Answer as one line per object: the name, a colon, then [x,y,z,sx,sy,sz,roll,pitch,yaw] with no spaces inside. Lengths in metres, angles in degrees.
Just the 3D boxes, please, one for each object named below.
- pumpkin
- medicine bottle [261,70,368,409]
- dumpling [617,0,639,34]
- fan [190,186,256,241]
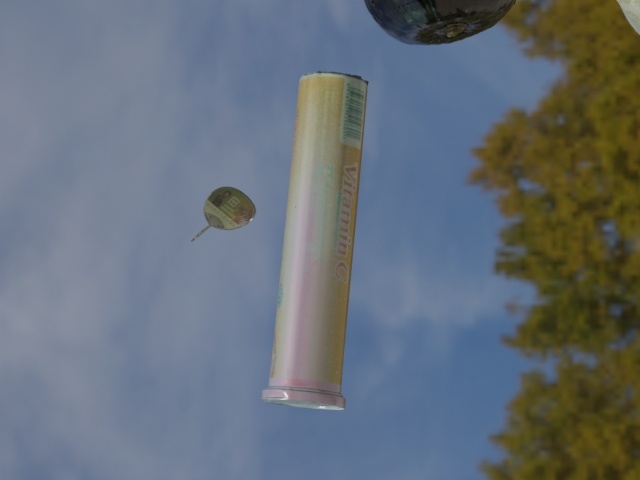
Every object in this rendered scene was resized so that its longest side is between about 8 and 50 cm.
pumpkin: [0.172,-0.370,2.398,0.233,0.233,0.163,-2,-99,-62]
medicine bottle: [0.000,0.000,2.142,0.108,0.108,0.426,25,-111,-60]
dumpling: [0.488,-0.330,2.189,0.252,0.179,0.131,31,-143,-27]
fan: [-0.112,-0.032,1.841,0.003,0.080,0.060,-111,4,-53]
